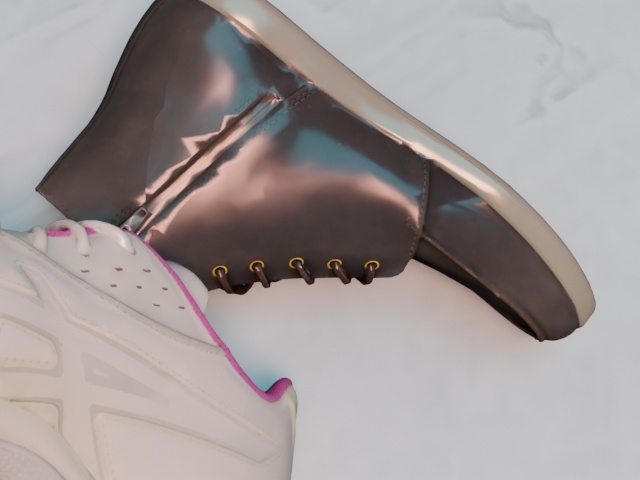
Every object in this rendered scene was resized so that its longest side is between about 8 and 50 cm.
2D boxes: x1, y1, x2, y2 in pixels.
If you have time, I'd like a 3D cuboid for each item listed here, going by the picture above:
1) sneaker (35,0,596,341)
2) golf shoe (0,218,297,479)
[{"bbox_3d":[0.000,0.000,0.573,0.222,0.083,0.118,36,84,-9],"label":"sneaker"},{"bbox_3d":[-0.116,0.036,0.461,0.306,0.115,0.140,48,48,-34],"label":"golf shoe"}]
